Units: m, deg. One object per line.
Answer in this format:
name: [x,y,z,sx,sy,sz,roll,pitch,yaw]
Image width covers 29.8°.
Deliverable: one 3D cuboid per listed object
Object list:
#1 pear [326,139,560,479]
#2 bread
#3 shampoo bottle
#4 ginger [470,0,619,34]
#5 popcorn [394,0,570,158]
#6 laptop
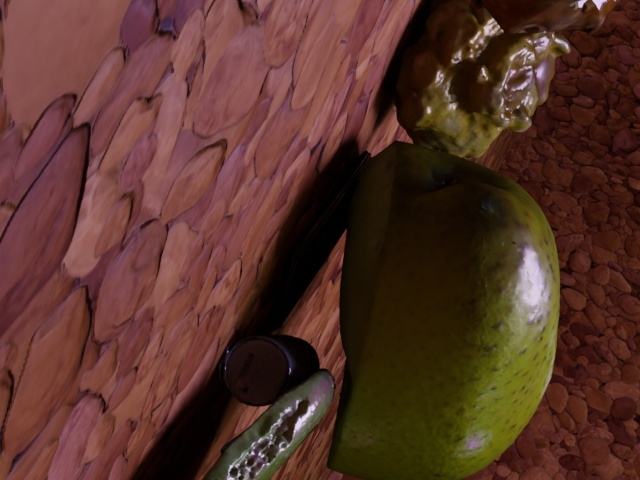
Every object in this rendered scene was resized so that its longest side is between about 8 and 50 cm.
pear: [0.134,0.048,1.202,0.318,0.238,0.342,101,-1,-57]
bread: [-0.089,0.238,1.115,0.301,0.045,0.301,-45,172,-8]
shampoo bottle: [-0.044,0.126,1.191,0.072,0.072,0.214,-64,172,0]
ginger: [0.248,-0.380,1.112,0.254,0.176,0.418,87,27,-57]
popcorn: [0.164,-0.175,1.264,0.197,0.155,0.197,-49,166,-17]
laptop: [0.000,0.000,1.257,0.180,0.016,0.129,-57,169,-40]
